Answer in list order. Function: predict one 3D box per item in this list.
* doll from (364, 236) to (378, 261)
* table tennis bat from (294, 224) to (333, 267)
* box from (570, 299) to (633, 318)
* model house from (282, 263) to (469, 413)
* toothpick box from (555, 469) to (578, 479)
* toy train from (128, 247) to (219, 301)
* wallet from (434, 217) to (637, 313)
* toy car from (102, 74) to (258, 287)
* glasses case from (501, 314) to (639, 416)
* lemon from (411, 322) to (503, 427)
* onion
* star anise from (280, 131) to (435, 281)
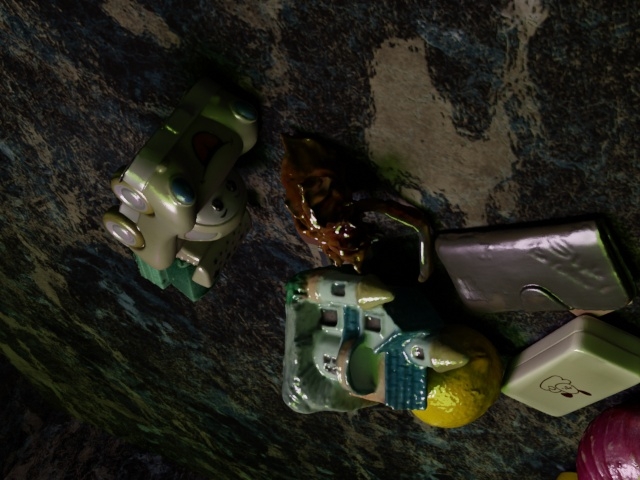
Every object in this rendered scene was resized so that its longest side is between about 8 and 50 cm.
[{"bbox_3d":[0.072,0.006,1.523,0.076,0.051,0.083,-2,139,19],"label":"doll"},{"bbox_3d":[0.000,0.000,1.615,0.095,0.014,0.158,13,145,25],"label":"table tennis bat"},{"bbox_3d":[0.443,0.095,1.346,0.048,0.025,0.115,30,152,-10],"label":"box"},{"bbox_3d":[0.105,0.184,1.480,0.194,0.267,0.324,-1,-176,-42],"label":"model house"},{"bbox_3d":[0.556,0.647,1.859,0.174,0.271,0.175,22,156,11],"label":"toothpick box"},{"bbox_3d":[-0.296,0.006,1.737,0.178,0.138,0.330,36,155,20],"label":"toy train"},{"bbox_3d":[0.328,0.046,1.333,0.309,0.042,0.165,-6,120,46],"label":"wallet"},{"bbox_3d":[-0.210,-0.082,1.445,0.226,0.242,0.336,36,152,-4],"label":"toy car"},{"bbox_3d":[0.435,0.226,1.486,0.131,0.070,0.313,25,154,-2],"label":"glasses case"},{"bbox_3d":[0.242,0.255,1.606,0.192,0.192,0.231,34,147,-7],"label":"lemon"},{"bbox_3d":[0.571,0.400,1.504,0.230,0.272,0.256,17,113,32],"label":"onion"},{"bbox_3d":[0.050,-0.035,1.396,0.346,0.148,0.237,34,173,-12],"label":"star anise"}]
